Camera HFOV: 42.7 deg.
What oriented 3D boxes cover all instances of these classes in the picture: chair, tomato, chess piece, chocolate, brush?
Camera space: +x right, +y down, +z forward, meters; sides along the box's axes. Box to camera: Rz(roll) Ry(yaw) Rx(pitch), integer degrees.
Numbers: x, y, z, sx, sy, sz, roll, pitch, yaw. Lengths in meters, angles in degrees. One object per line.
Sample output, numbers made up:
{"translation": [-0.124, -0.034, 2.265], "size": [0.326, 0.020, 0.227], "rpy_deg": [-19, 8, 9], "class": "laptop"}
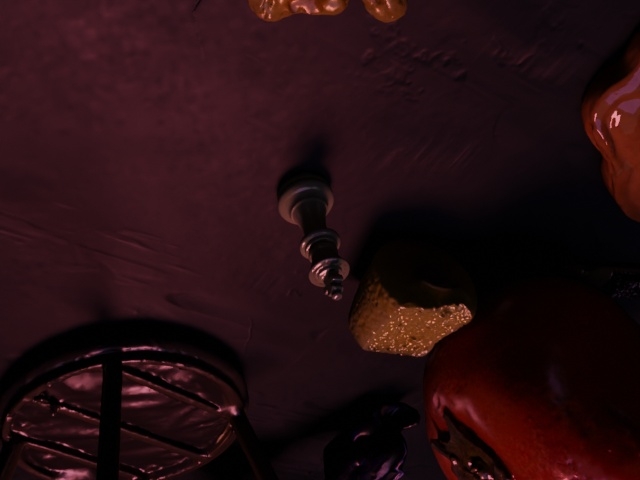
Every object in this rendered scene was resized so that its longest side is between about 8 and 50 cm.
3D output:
{"translation": [-0.208, 0.348, 0.889], "size": [0.362, 0.410, 0.364], "rpy_deg": [-39, 133, 23], "class": "chair"}
{"translation": [0.278, 0.210, 0.964], "size": [0.289, 0.325, 0.293], "rpy_deg": [-26, 154, -32], "class": "tomato"}
{"translation": [0.000, 0.000, 0.795], "size": [0.059, 0.149, 0.059], "rpy_deg": [-10, 135, -11], "class": "chess piece"}
{"translation": [0.008, 0.350, 1.114], "size": [0.343, 0.148, 0.126], "rpy_deg": [-36, 103, -8], "class": "chocolate"}
{"translation": [0.353, 0.051, 1.046], "size": [0.247, 0.036, 0.043], "rpy_deg": [5, 123, -22], "class": "brush"}

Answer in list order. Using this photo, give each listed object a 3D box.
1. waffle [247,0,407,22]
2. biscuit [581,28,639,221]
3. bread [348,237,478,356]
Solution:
{"translation": [0.000, -0.291, 0.566], "size": [0.311, 0.060, 0.307], "rpy_deg": [5, 132, -25], "class": "waffle"}
{"translation": [0.447, -0.127, 0.867], "size": [0.312, 0.057, 0.351], "rpy_deg": [-24, 134, 11], "class": "biscuit"}
{"translation": [0.099, 0.063, 0.922], "size": [0.129, 0.111, 0.114], "rpy_deg": [14, 133, -23], "class": "bread"}
